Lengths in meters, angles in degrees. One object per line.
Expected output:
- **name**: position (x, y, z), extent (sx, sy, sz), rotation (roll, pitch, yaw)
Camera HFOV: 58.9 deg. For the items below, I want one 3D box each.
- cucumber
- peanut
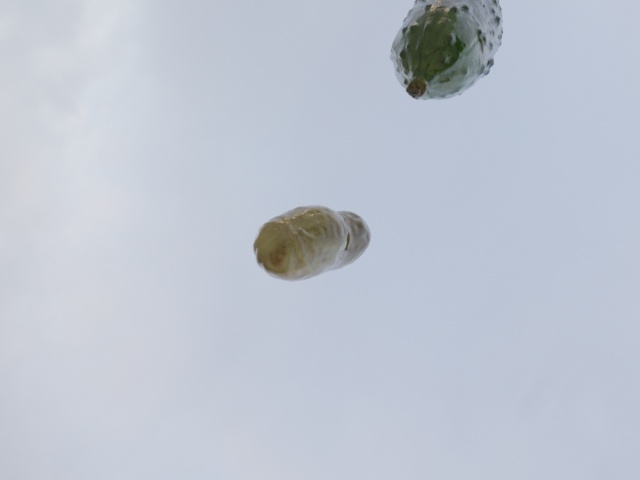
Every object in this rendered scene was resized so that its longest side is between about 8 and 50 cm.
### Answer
- **cucumber**: position (0.140, -0.223, 0.665), extent (0.134, 0.134, 0.244), rotation (-24, -157, 36)
- **peanut**: position (0.000, 0.000, 1.102), extent (0.148, 0.319, 0.147), rotation (4, -83, 35)
